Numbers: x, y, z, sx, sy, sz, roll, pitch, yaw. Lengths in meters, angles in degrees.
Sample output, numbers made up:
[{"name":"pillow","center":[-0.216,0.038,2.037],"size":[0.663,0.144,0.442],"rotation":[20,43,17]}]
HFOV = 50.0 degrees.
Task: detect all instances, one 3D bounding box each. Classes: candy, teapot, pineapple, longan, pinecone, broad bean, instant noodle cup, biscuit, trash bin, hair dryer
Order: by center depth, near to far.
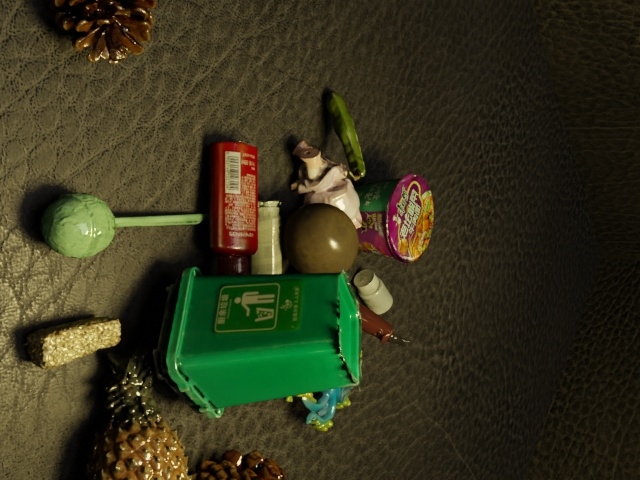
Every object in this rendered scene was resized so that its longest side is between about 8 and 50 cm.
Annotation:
[{"name":"pinecone","center":[-0.381,-0.412,1.218],"size":[0.186,0.169,0.212],"rotation":[-11,90,-36]},{"name":"biscuit","center":[-0.450,0.182,1.261],"size":[0.168,0.082,0.070],"rotation":[-16,108,-50]},{"name":"pineapple","center":[-0.355,0.389,1.337],"size":[0.202,0.202,0.361],"rotation":[9,73,-51]},{"name":"candy","center":[-0.352,-0.041,1.363],"size":[0.440,0.119,0.119],"rotation":[-9,101,-58]},{"name":"trash bin","center":[-0.113,0.211,1.408],"size":[0.295,0.381,0.259],"rotation":[67,21,-50]},{"name":"pinecone","center":[-0.173,0.586,1.529],"size":[0.264,0.264,0.264],"rotation":[-7,100,-51]},{"name":"teapot","center":[-0.126,0.000,1.652],"size":[0.107,0.077,0.200],"rotation":[-21,113,-74]},{"name":"longan","center":[0.000,0.000,1.654],"size":[0.212,0.198,0.198],"rotation":[97,19,-63]},{"name":"hair dryer","center":[0.098,0.154,1.766],"size":[0.312,0.340,0.123],"rotation":[-47,162,-44]},{"name":"broad bean","center":[0.067,-0.274,1.770],"size":[0.098,0.056,0.318],"rotation":[61,11,-52]},{"name":"instant noodle cup","center":[0.175,-0.065,1.923],"size":[0.251,0.190,0.251],"rotation":[-8,100,-51]}]

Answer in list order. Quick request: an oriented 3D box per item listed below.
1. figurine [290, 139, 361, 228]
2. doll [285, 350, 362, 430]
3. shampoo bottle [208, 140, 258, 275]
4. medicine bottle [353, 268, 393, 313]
[{"name":"figurine","center":[0.015,-0.133,1.761],"size":[0.200,0.133,0.276],"rotation":[-52,131,-26]},{"name":"doll","center":[0.012,0.336,1.850],"size":[0.341,0.099,0.346],"rotation":[51,49,-52]},{"name":"shampoo bottle","center":[-0.193,-0.061,1.522],"size":[0.118,0.076,0.314],"rotation":[5,81,-43]},{"name":"medicine bottle","center":[0.153,0.149,2.005],"size":[0.080,0.080,0.130],"rotation":[-59,134,-29]}]
